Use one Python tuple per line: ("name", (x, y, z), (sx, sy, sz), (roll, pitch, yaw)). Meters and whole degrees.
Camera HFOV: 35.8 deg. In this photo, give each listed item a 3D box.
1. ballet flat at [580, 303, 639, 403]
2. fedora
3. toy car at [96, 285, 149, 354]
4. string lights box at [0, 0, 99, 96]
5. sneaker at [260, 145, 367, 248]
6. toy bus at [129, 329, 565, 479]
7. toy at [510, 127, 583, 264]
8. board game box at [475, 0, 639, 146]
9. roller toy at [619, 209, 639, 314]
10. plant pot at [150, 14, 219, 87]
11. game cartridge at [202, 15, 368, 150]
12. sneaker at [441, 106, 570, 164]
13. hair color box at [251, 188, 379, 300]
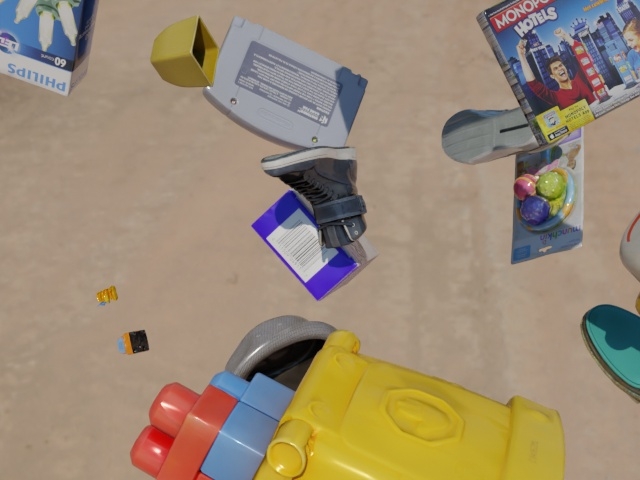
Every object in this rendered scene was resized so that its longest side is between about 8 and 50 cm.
("ballet flat", (0.538, 0.232, 1.530), (0.123, 0.123, 0.348), (-19, 40, -30))
("fedora", (-0.085, 0.240, 1.877), (0.275, 0.243, 0.124), (-36, 43, -8))
("toy car", (-0.297, 0.120, 1.480), (0.041, 0.122, 0.060), (-16, 13, 16))
("string lights box", (-0.375, -0.341, 1.354), (0.133, 0.259, 0.076), (19, 36, -2))
("sneaker", (-0.003, -0.066, 1.571), (0.086, 0.163, 0.226), (-6, 1, 36))
("toy bus", (-0.004, 0.161, 0.526), (0.211, 0.220, 0.149), (25, 28, 3))
("toy", (0.352, -0.091, 1.590), (0.137, 0.056, 0.237), (-19, 52, 47))
("board game box", (0.252, -0.218, 1.002), (0.194, 0.194, 0.060), (-27, 1, -16))
("roller toy", (0.518, 0.009, 1.335), (0.209, 0.146, 0.191), (-50, 8, -20))
("plant pot", (-0.214, -0.286, 1.529), (0.083, 0.081, 0.081), (-6, 57, 19))
("game cartridge", (-0.070, -0.286, 1.918), (0.294, 0.196, 0.060), (24, -18, -13))
("sneaker", (0.297, -0.166, 1.596), (0.091, 0.094, 0.258), (4, 1, -30))
("hair color box", (0.000, 0.000, 1.879), (0.110, 0.185, 0.339), (-42, -4, 7))
